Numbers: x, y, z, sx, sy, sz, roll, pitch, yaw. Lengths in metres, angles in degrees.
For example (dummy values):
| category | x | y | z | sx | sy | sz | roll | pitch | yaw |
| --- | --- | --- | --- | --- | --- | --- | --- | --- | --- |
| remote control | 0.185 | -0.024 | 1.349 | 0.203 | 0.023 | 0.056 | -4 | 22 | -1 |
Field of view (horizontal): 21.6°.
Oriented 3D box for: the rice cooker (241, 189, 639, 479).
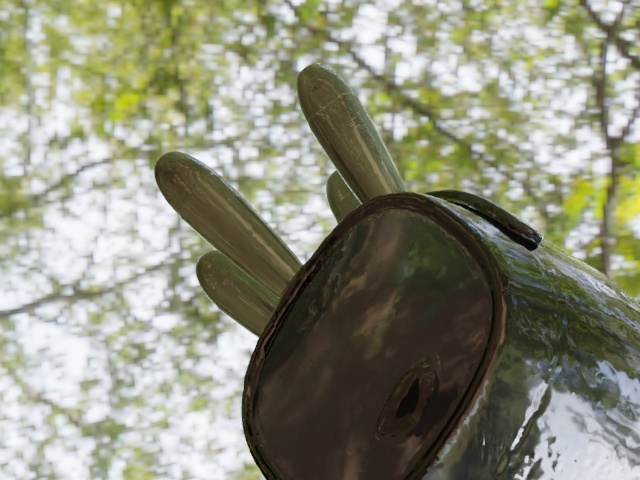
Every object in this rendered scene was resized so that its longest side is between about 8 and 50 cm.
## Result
| category | x | y | z | sx | sy | sz | roll | pitch | yaw |
| --- | --- | --- | --- | --- | --- | --- | --- | --- | --- |
| rice cooker | 0.097 | 0.107 | 1.087 | 0.267 | 0.224 | 0.267 | -28 | -131 | 38 |

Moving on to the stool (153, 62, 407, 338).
| category | x | y | z | sx | sy | sz | roll | pitch | yaw |
| --- | --- | --- | --- | --- | --- | --- | --- | --- | --- |
| stool | 0.000 | 0.000 | 1.374 | 0.195 | 0.195 | 0.199 | -31 | -127 | -10 |
